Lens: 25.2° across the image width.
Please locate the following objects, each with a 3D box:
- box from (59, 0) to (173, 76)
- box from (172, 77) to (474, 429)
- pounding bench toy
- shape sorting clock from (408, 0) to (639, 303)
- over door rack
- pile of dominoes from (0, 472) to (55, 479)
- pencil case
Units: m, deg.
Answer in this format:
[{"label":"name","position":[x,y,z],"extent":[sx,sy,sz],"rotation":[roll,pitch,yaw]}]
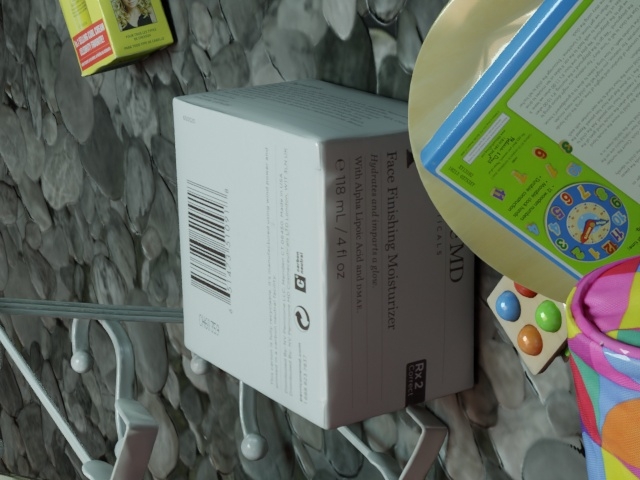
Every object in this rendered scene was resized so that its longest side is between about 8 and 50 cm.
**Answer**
[{"label":"box","position":[-0.194,-0.258,1.179],"extent":[0.087,0.058,0.232],"rotation":[-9,100,60]},{"label":"box","position":[0.000,0.000,0.920],"extent":[0.182,0.119,0.181],"rotation":[21,118,53]},{"label":"pounding bench toy","position":[0.139,0.045,0.764],"extent":[0.083,0.065,0.052],"rotation":[60,144,27]},{"label":"shape sorting clock","position":[0.142,-0.050,0.655],"extent":[0.206,0.040,0.206],"rotation":[11,126,16]},{"label":"over door rack","position":[-0.109,0.122,1.010],"extent":[0.324,0.239,0.108],"rotation":[22,105,54]},{"label":"pile of dominoes","position":[-0.119,0.212,1.032],"extent":[0.251,0.196,0.040],"rotation":[59,-136,-76]},{"label":"pencil case","position":[0.176,0.115,0.660],"extent":[0.104,0.104,0.236],"rotation":[31,139,50]}]
